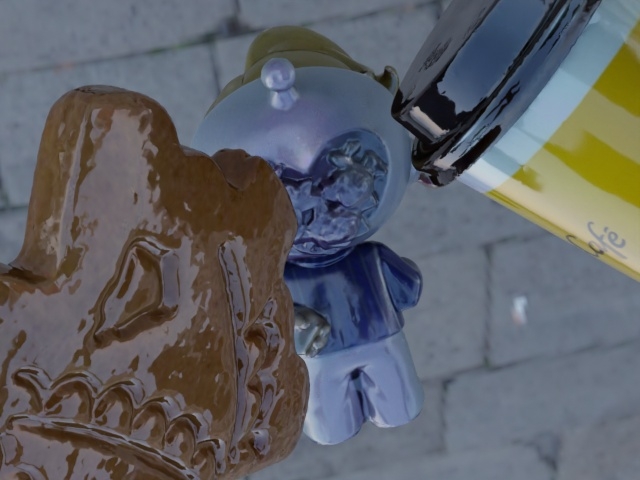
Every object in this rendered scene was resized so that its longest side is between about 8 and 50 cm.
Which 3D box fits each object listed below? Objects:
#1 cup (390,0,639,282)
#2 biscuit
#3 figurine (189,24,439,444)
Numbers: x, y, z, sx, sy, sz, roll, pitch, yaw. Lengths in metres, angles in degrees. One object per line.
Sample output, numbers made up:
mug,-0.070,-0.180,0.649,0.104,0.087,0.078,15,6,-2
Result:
cup,0.186,-0.059,1.001,0.280,0.196,0.196,35,133,-8
biscuit,-0.107,0.085,0.923,0.043,0.306,0.284,19,152,35
figurine,-0.010,0.005,1.210,0.194,0.133,0.274,6,110,-7
